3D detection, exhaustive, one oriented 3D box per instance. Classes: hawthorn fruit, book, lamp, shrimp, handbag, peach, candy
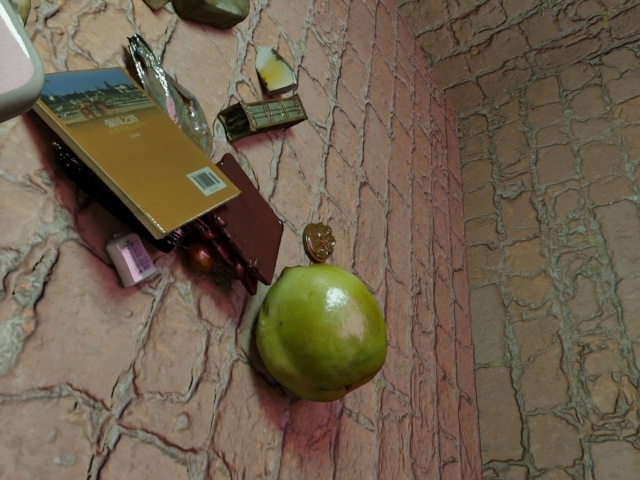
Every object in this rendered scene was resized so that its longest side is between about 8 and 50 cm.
[{"bbox_3d":[-0.269,0.028,1.128,0.103,0.066,0.067,34,47,-37],"label":"hawthorn fruit"},{"bbox_3d":[-0.346,-0.184,1.006,0.374,0.028,0.262,46,32,1],"label":"book"},{"bbox_3d":[-0.152,-0.351,1.495,0.325,0.089,0.090,-37,107,-59],"label":"lamp"},{"bbox_3d":[-0.333,-0.320,1.212,0.317,0.062,0.164,66,26,-19],"label":"shrimp"},{"bbox_3d":[-0.188,-0.046,1.217,0.260,0.084,0.276,56,18,-28],"label":"handbag"},{"bbox_3d":[0.011,0.216,1.276,0.314,0.281,0.316,19,51,-48],"label":"peach"},{"bbox_3d":[-0.284,-0.638,1.412,0.234,0.104,0.102,-19,93,-61],"label":"candy"}]

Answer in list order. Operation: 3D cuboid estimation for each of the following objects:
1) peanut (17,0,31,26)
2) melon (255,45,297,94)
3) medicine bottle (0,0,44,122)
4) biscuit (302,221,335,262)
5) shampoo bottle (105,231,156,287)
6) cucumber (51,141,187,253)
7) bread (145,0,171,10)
[{"bbox_3d":[-0.543,-0.451,0.863,0.137,0.122,0.254,42,36,-69],"label":"peanut"},{"bbox_3d":[-0.140,-0.496,1.619,0.203,0.093,0.139,54,-7,25],"label":"melon"},{"bbox_3d":[-0.565,-0.321,0.702,0.282,0.122,0.375,-37,107,-35],"label":"medicine bottle"},{"bbox_3d":[0.000,0.000,1.622,0.175,0.026,0.124,-33,103,-59],"label":"biscuit"},{"bbox_3d":[-0.358,0.030,0.995,0.099,0.043,0.072,66,29,-10],"label":"shampoo bottle"},{"bbox_3d":[-0.376,-0.081,0.996,0.300,0.072,0.072,45,39,-33],"label":"cucumber"},{"bbox_3d":[-0.381,-0.600,1.255,0.077,0.083,0.070,49,34,-34],"label":"bread"}]
